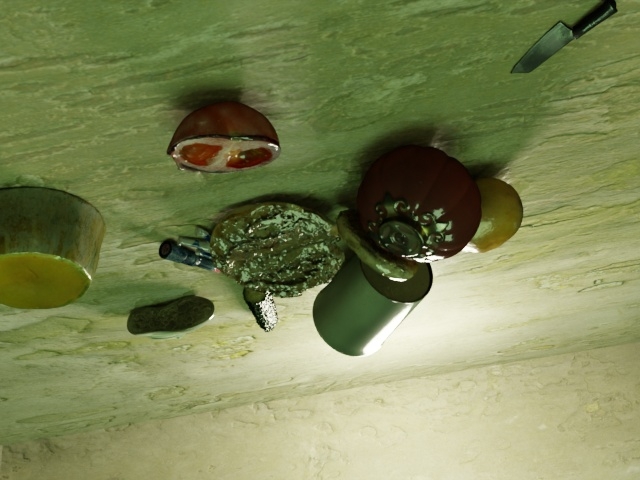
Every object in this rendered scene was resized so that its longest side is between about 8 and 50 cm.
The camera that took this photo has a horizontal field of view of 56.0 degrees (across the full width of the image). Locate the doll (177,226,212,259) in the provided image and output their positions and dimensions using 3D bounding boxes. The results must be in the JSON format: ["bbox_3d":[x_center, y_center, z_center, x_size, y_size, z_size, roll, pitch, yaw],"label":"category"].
[{"bbox_3d":[-0.291,0.026,1.730,0.114,0.057,0.227,-31,144,29],"label":"doll"}]

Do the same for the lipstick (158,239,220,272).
[{"bbox_3d":[-0.371,0.053,1.773,0.053,0.053,0.234,-24,154,26],"label":"lipstick"}]

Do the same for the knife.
[{"bbox_3d":[0.470,-0.400,1.192,0.060,0.028,0.230,23,144,-27],"label":"knife"}]

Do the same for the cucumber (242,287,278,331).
[{"bbox_3d":[-0.202,0.252,2.145,0.096,0.096,0.359,-9,151,-1],"label":"cucumber"}]

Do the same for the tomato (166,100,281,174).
[{"bbox_3d":[-0.201,-0.215,1.237,0.228,0.112,0.199,1,163,-27],"label":"tomato"}]

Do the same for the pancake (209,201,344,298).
[{"bbox_3d":[-0.108,0.031,1.680,0.383,0.071,0.382,-2,137,-2],"label":"pancake"}]

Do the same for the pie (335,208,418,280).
[{"bbox_3d":[0.156,0.005,1.609,0.274,0.274,0.055,14,122,-38],"label":"pie"}]

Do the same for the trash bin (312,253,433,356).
[{"bbox_3d":[0.154,0.188,1.947,0.281,0.280,0.432,3,147,-22],"label":"trash bin"}]

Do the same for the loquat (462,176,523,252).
[{"bbox_3d":[0.429,-0.071,1.617,0.238,0.193,0.238,-17,143,-13],"label":"loquat"}]

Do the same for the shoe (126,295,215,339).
[{"bbox_3d":[-0.500,0.286,2.098,0.316,0.124,0.159,-7,152,9],"label":"shoe"}]

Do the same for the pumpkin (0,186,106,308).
[{"bbox_3d":[-0.699,0.038,1.480,0.333,0.199,0.332,-9,155,-5],"label":"pumpkin"}]

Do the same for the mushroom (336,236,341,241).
[{"bbox_3d":[0.000,0.010,1.767,0.130,0.072,0.088,-6,156,-8],"label":"mushroom"}]

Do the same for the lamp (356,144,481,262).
[{"bbox_3d":[0.236,-0.084,1.450,0.303,0.257,0.303,21,140,18],"label":"lamp"}]
